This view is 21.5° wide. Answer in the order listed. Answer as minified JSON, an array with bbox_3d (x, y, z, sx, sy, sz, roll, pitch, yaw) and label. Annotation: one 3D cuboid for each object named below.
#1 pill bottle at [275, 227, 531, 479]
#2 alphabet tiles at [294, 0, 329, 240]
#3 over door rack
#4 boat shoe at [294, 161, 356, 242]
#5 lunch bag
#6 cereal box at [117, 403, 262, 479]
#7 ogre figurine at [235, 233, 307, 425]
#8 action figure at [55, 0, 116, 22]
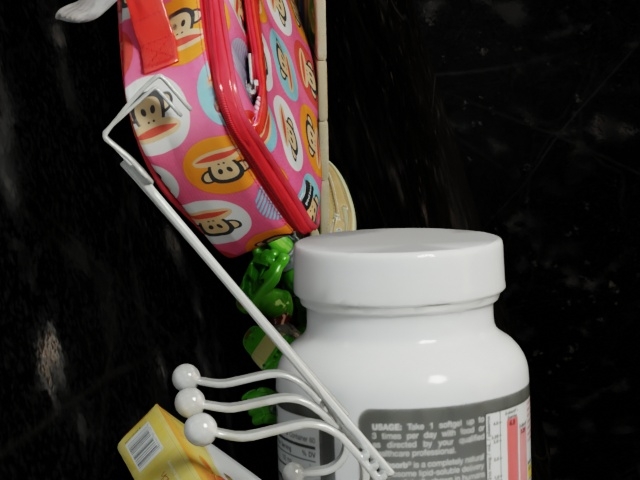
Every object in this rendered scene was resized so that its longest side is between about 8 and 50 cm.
[{"bbox_3d":[0.069,0.179,1.387,0.210,0.210,0.363,-32,122,-77],"label":"pill bottle"},{"bbox_3d":[-0.023,-0.161,1.637,0.285,0.011,0.342,-115,-158,-64],"label":"alphabet tiles"},{"bbox_3d":[-0.073,0.052,1.158,0.324,0.108,0.239,61,-5,-7],"label":"over door rack"},{"bbox_3d":[0.000,0.000,1.770,0.072,0.068,0.190,21,57,-65],"label":"boat shoe"},{"bbox_3d":[-0.094,-0.159,1.394,0.258,0.120,0.293,55,22,-52],"label":"lunch bag"},{"bbox_3d":[-0.020,0.224,1.139,0.240,0.047,0.173,40,5,-37],"label":"cereal box"},{"bbox_3d":[-0.022,0.088,1.521,0.118,0.097,0.197,37,22,-45],"label":"ogre figurine"},{"bbox_3d":[-0.158,-0.345,1.121,0.341,0.178,0.330,-67,148,-63],"label":"action figure"}]
